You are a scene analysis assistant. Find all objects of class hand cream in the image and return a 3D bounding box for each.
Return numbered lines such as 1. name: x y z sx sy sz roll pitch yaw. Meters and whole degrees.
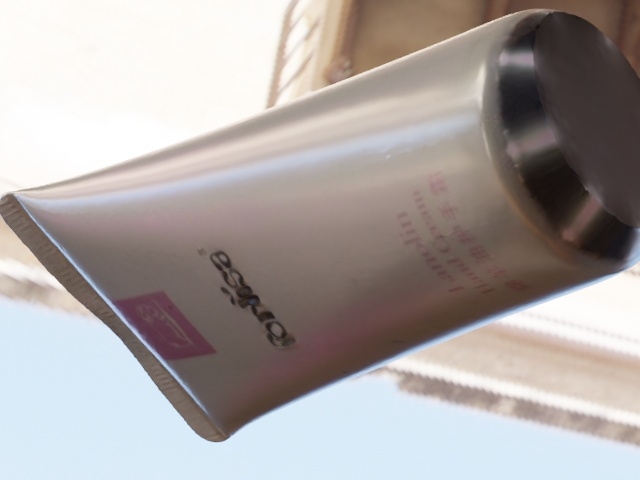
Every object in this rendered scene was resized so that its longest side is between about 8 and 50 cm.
1. hand cream: 0.000 0.000 0.931 0.185 0.358 0.118 48 -134 -19
